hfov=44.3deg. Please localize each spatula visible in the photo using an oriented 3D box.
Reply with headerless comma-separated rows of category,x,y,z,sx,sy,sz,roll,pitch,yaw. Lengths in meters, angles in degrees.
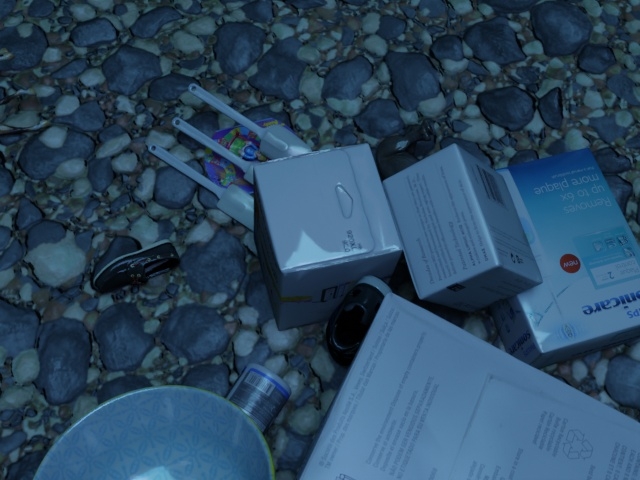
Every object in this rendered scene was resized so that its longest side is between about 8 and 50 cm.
spatula,-0.152,-0.144,1.281,0.242,0.019,0.168,34,93,13

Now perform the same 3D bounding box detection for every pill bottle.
pill bottle,-0.107,0.247,1.094,0.078,0.078,0.137,31,66,9

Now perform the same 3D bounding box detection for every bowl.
bowl,-0.191,0.340,0.958,0.289,0.156,0.290,-2,47,3

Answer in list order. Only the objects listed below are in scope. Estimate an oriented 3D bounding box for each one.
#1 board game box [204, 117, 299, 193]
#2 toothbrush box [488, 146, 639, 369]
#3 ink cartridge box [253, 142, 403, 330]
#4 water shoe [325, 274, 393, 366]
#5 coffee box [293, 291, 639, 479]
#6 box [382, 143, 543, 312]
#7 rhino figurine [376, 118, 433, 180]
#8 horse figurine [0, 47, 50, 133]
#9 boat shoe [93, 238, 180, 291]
board game box,-0.109,-0.148,1.304,0.168,0.033,0.133,-15,67,-12
toothbrush box,0.359,0.029,1.211,0.216,0.126,0.296,-13,68,-10
ink cartridge box,0.000,0.000,1.133,0.168,0.233,0.171,-12,66,-10
water shoe,0.035,0.125,1.092,0.073,0.203,0.080,36,51,14
coffee box,0.134,0.331,0.933,0.338,0.334,0.338,26,65,6
box,0.197,-0.011,1.081,0.119,0.181,0.182,-27,67,27
rhino figurine,0.159,-0.076,1.266,0.106,0.073,0.243,-25,66,21
horse figurine,-0.571,-0.242,1.292,0.174,0.066,0.263,-26,72,-22
boat shoe,-0.277,0.044,1.190,0.133,0.049,0.042,-26,61,-21
